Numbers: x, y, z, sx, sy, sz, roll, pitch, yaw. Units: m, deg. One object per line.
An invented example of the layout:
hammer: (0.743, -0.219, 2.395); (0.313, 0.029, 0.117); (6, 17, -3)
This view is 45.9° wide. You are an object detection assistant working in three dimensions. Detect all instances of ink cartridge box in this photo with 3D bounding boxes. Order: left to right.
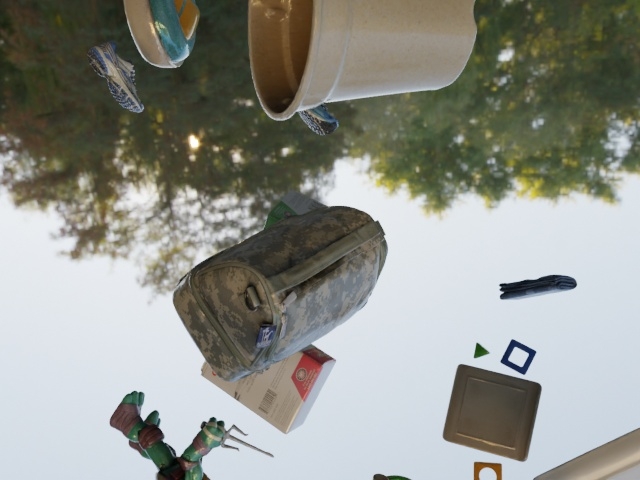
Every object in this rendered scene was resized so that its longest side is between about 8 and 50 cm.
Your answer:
ink cartridge box: (-0.103, 0.246, 1.468); (0.218, 0.158, 0.092); (30, -170, 18)
ink cartridge box: (0.000, 0.000, 1.524); (0.212, 0.093, 0.154); (24, -153, 6)

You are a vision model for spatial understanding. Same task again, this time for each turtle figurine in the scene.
turtle figurine: (-0.154, 0.286, 0.931); (0.234, 0.175, 0.118); (31, -133, 25)

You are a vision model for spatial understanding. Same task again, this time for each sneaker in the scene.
sneaker: (-0.344, -0.288, 1.321); (0.052, 0.135, 0.058); (8, -133, 50)
sneaker: (-0.013, -0.253, 1.337); (0.073, 0.063, 0.162); (-36, -124, -2)

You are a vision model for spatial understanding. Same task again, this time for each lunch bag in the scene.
lunch bag: (-0.057, 0.071, 1.238); (0.305, 0.212, 0.256); (-29, 175, -41)

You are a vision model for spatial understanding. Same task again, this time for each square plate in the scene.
square plate: (0.632, 0.496, 1.451); (0.344, 0.347, 0.049); (-31, -152, 12)

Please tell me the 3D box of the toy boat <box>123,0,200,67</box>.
toy boat: (-0.296, -0.463, 1.359); (0.148, 0.267, 0.318); (-11, 167, 10)

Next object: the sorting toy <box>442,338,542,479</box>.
sorting toy: (0.390, 0.392, 1.721); (0.196, 0.347, 0.047); (12, 176, 19)

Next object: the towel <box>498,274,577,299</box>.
towel: (0.365, 0.078, 1.274); (0.067, 0.029, 0.119); (5, 165, -40)

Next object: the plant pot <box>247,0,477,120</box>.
plant pot: (0.073, -0.363, 1.233); (0.306, 0.333, 0.334); (-3, -156, -21)

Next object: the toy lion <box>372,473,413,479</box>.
toy lion: (0.132, 0.359, 1.052); (0.096, 0.034, 0.100); (1, -162, -36)

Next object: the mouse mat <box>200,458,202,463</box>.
mouse mat: (-0.280, 0.509, 1.458); (0.152, 0.007, 0.189); (-46, -160, 15)
